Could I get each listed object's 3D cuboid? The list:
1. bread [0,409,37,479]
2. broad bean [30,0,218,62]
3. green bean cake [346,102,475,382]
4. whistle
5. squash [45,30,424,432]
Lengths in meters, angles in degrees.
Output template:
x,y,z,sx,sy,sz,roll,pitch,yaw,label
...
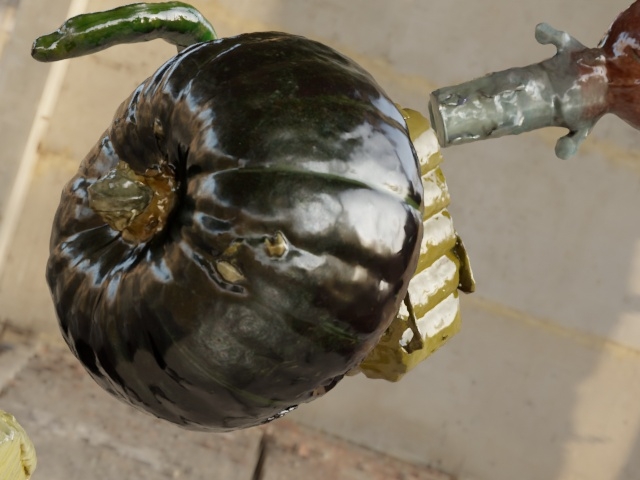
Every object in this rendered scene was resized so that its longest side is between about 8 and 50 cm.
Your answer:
x,y,z,sx,sy,sz,roll,pitch,yaw,label
-0.343,0.216,1.293,0.106,0.140,0.236,30,-18,4,bread
-0.211,-0.234,1.656,0.049,0.144,0.292,56,21,22,broad bean
0.000,0.000,1.177,0.224,0.229,0.131,3,25,34,green bean cake
0.275,-0.153,1.301,0.346,0.142,0.133,-14,34,-6,whistle
-0.042,-0.005,0.651,0.156,0.193,0.193,11,10,-20,squash
